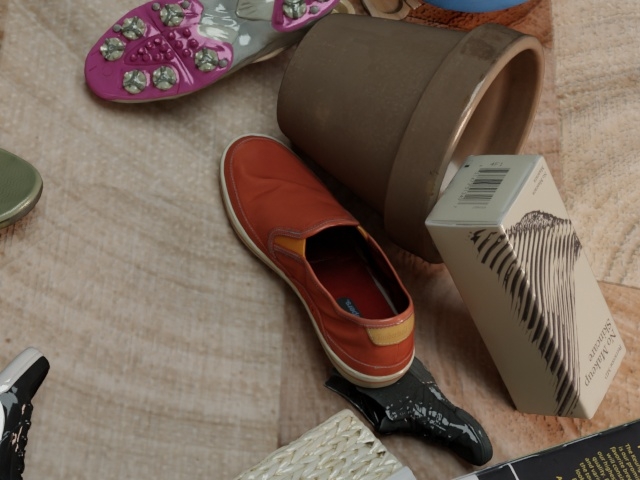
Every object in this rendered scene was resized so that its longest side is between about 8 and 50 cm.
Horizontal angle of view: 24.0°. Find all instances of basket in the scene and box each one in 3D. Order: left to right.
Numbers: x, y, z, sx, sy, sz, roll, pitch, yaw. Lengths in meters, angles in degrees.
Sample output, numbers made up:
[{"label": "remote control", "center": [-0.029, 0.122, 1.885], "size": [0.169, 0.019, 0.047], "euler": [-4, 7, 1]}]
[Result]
[{"label": "basket", "center": [-0.012, 0.248, 1.410], "size": [0.167, 0.113, 0.103], "euler": [-29, 70, -32]}]

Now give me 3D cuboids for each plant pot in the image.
[{"label": "plant pot", "center": [0.084, -0.139, 1.623], "size": [0.229, 0.263, 0.263], "euler": [27, 52, 19]}]

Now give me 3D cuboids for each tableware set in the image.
[{"label": "tableware set", "center": [0.063, -0.253, 1.806], "size": [0.168, 0.020, 0.141], "euler": [-20, 68, -29]}]

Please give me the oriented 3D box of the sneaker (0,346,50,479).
[{"label": "sneaker", "center": [-0.281, 0.212, 1.365], "size": [0.121, 0.079, 0.217], "euler": [33, 62, -1]}]

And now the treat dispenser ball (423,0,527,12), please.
[{"label": "treat dispenser ball", "center": [0.186, -0.416, 1.790], "size": [0.288, 0.288, 0.288], "euler": [9, 57, -14]}]

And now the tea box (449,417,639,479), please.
[{"label": "tea box", "center": [0.237, 0.370, 1.357], "size": [0.323, 0.220, 0.329], "euler": [-13, 65, -25]}]

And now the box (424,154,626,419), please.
[{"label": "box", "center": [0.213, 0.049, 1.529], "size": [0.113, 0.094, 0.275], "euler": [-56, 130, -33]}]

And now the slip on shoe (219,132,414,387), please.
[{"label": "slip on shoe", "center": [0.000, 0.000, 1.564], "size": [0.123, 0.101, 0.331], "euler": [-17, 55, -26]}]

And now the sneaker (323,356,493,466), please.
[{"label": "sneaker", "center": [0.090, 0.179, 1.530], "size": [0.089, 0.051, 0.170], "euler": [-29, 68, -32]}]

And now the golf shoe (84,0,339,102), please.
[{"label": "golf shoe", "center": [-0.114, -0.222, 1.678], "size": [0.306, 0.140, 0.115], "euler": [-23, 81, -6]}]

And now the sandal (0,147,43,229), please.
[{"label": "sandal", "center": [-0.421, -0.102, 1.497], "size": [0.302, 0.086, 0.120], "euler": [28, 54, -1]}]
